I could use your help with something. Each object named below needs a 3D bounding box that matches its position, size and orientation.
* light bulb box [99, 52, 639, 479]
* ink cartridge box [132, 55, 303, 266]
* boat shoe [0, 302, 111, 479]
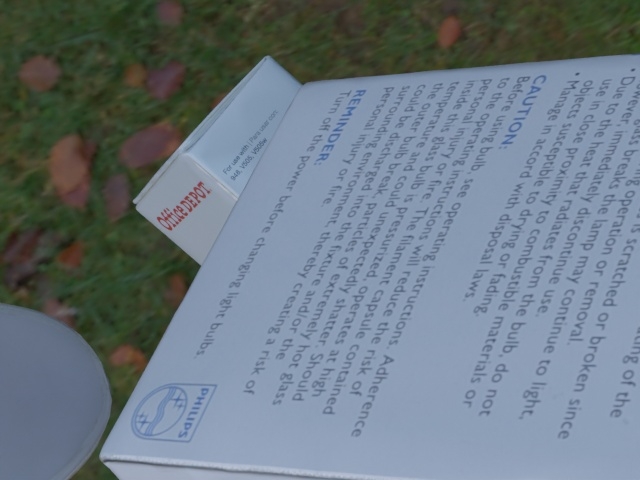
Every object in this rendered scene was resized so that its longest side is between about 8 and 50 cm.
[{"bbox_3d":[0.173,0.115,0.762,0.361,0.225,0.358,-1,140,36],"label":"light bulb box"},{"bbox_3d":[0.000,0.000,1.113,0.208,0.087,0.153,41,160,-6],"label":"ink cartridge box"},{"bbox_3d":[-0.273,0.140,0.886,0.127,0.340,0.158,63,151,12],"label":"boat shoe"}]
